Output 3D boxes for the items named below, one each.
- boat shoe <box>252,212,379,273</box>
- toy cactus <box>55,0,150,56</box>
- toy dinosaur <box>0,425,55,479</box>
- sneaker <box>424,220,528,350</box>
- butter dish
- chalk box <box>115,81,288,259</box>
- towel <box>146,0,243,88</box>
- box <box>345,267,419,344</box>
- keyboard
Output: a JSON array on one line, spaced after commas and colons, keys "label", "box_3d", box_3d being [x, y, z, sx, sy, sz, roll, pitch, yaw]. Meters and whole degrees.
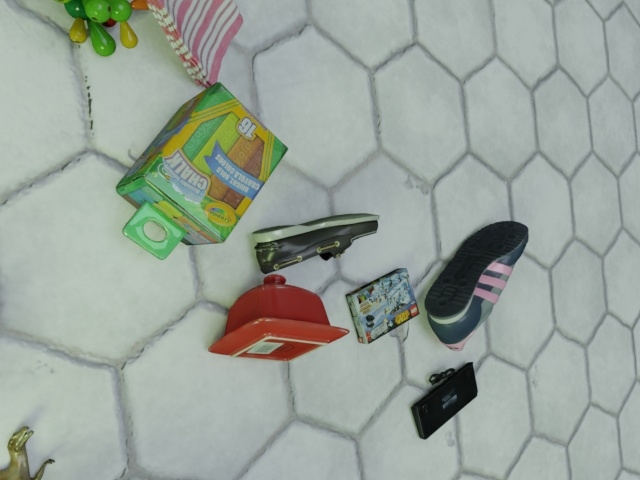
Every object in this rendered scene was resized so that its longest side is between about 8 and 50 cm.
[{"label": "boat shoe", "box_3d": [0.000, 0.000, 0.873, 0.228, 0.081, 0.068, -11, 98, -28]}, {"label": "toy cactus", "box_3d": [-0.293, -0.326, 0.631, 0.112, 0.219, 0.180, -41, 73, -9]}, {"label": "toy dinosaur", "box_3d": [-0.364, 0.313, 0.624, 0.093, 0.053, 0.183, 27, 65, -16]}, {"label": "sneaker", "box_3d": [0.322, 0.086, 1.096, 0.319, 0.112, 0.131, -41, 128, -27]}, {"label": "butter dish", "box_3d": [-0.065, 0.106, 0.795, 0.160, 0.160, 0.118, 14, 58, -35]}, {"label": "chalk box", "box_3d": [-0.171, -0.077, 0.718, 0.132, 0.132, 0.213, 41, 66, -27]}, {"label": "towel", "box_3d": [-0.162, -0.318, 0.727, 0.197, 0.029, 0.144, 63, 42, -66]}, {"label": "box", "box_3d": [0.114, 0.116, 0.978, 0.137, 0.027, 0.094, -22, 99, -34]}, {"label": "keyboard", "box_3d": [0.246, 0.301, 1.069, 0.180, 0.023, 0.108, -25, 109, -34]}]
